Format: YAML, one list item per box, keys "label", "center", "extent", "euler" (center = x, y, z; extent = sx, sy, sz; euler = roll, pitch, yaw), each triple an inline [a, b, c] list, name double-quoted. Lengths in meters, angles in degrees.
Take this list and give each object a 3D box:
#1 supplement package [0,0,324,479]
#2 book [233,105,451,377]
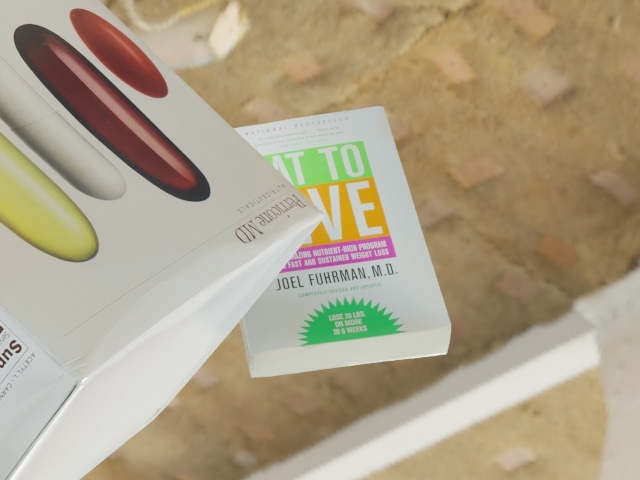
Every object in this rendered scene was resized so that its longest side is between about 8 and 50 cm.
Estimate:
- label: "supplement package"
  center: [-0.147, -0.004, 0.617]
  extent: [0.203, 0.194, 0.149]
  euler: [43, -60, 6]
- label: "book"
  center: [0.000, 0.000, 0.775]
  extent: [0.096, 0.144, 0.035]
  euler: [-7, -40, -10]
